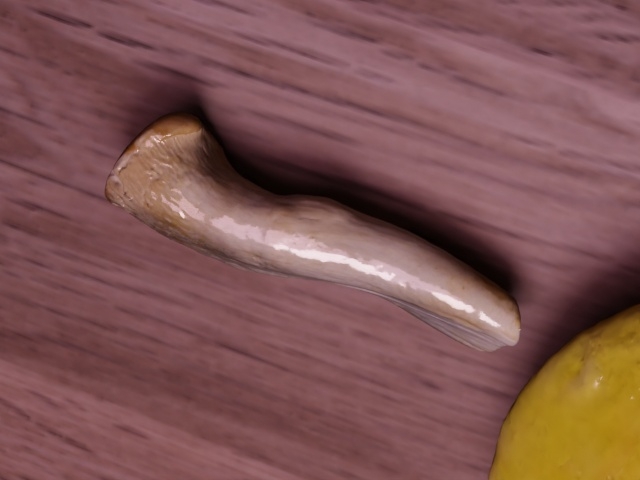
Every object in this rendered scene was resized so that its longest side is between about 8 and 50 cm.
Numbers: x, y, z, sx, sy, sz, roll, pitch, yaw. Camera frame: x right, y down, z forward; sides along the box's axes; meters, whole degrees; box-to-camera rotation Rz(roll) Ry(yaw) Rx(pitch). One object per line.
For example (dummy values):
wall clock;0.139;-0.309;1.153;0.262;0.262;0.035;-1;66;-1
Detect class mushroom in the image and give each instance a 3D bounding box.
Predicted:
mushroom;0.000;-0.001;0.915;0.202;0.059;0.054;23;79;6

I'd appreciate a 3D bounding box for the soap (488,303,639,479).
soap;0.277;0.161;0.853;0.427;0.115;0.306;4;119;18
